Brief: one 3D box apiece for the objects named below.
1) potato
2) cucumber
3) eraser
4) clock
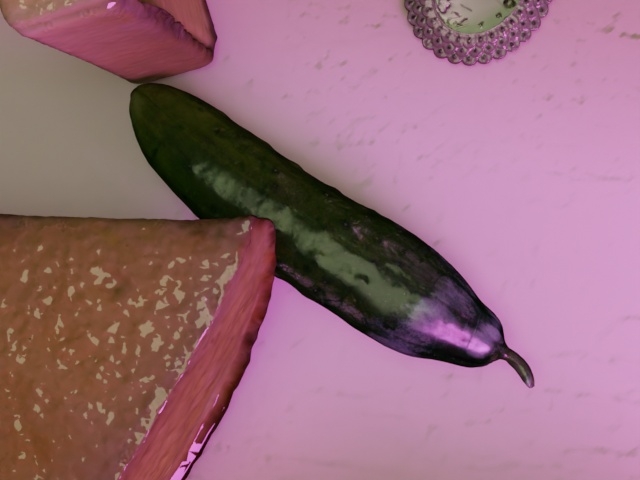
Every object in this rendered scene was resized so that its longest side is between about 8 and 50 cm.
[{"bbox_3d":[-0.183,0.050,0.749,0.255,0.112,0.269,31,90,13],"label":"potato"},{"bbox_3d":[0.000,0.000,0.749,0.250,0.056,0.056,33,92,10],"label":"cucumber"},{"bbox_3d":[-0.106,-0.141,0.713,0.058,0.172,0.117,-19,85,9],"label":"eraser"},{"bbox_3d":[0.080,-0.128,0.767,0.074,0.010,0.083,31,93,8],"label":"clock"}]
